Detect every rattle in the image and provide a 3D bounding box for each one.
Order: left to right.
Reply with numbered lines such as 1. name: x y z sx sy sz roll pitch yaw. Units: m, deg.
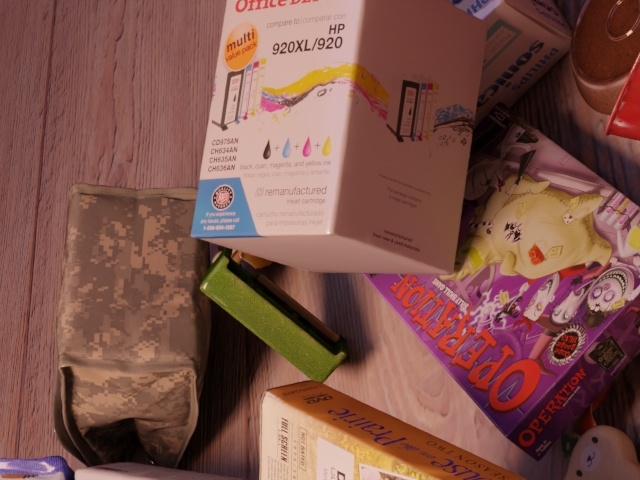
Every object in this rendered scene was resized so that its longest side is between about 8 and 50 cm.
1. rattle: 0.179 0.185 1.374 0.130 0.142 0.200 130 144 -53

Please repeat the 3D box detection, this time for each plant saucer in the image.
1. plant saucer: 0.276 -0.192 1.595 0.168 0.029 0.168 -37 40 39

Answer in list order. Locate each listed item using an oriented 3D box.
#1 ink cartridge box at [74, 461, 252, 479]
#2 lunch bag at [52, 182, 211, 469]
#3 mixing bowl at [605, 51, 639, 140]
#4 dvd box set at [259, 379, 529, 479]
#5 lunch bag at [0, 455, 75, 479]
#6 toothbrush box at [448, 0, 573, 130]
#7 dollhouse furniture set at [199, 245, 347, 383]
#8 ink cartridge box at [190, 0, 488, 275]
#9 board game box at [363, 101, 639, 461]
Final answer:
1. ink cartridge box: -0.106 0.371 1.614 0.330 0.071 0.324 -3 91 54
2. lunch bag: -0.201 0.111 1.947 0.287 0.169 0.235 95 175 -55
3. mixing bowl: 0.305 -0.142 1.409 0.181 0.098 0.181 -60 -11 -19
4. dvd box set: 0.101 0.302 1.278 0.420 0.062 0.308 20 115 49
5. lunch bag: -0.332 0.428 1.821 0.239 0.385 0.328 3 63 10
6. toothbrush box: 0.081 -0.235 1.758 0.216 0.126 0.295 -44 52 25
7. dollhouse furniture set: 0.000 0.000 1.852 0.197 0.151 0.301 -52 5 5
8. ink cartridge box: 0.017 -0.099 1.571 0.171 0.168 0.233 -1 77 43
9. board game box: 0.167 0.022 1.540 0.208 0.056 0.347 -52 30 6
